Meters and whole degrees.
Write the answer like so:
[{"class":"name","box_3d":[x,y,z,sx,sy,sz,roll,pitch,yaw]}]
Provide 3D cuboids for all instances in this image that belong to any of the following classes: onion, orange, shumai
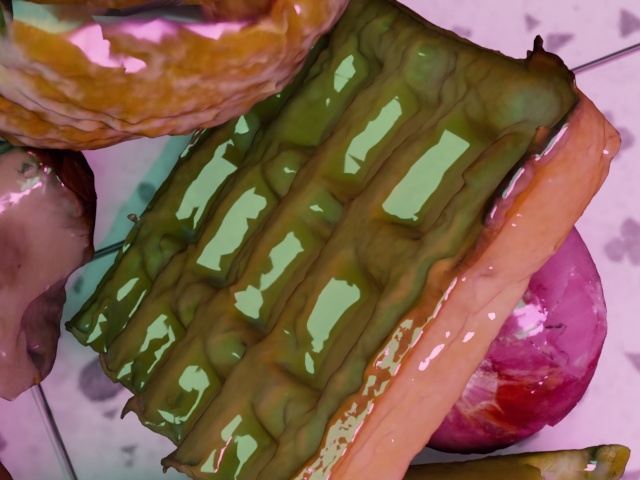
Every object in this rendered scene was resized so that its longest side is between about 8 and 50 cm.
[{"class":"onion","box_3d":[0.087,0.043,1.036,0.177,0.153,0.177,1,95,9]},{"class":"orange","box_3d":[-0.168,-0.171,0.989,0.368,0.271,0.210,26,133,2]},{"class":"shumai","box_3d":[-0.197,-0.007,1.025,0.120,0.201,0.201,-34,91,15]}]

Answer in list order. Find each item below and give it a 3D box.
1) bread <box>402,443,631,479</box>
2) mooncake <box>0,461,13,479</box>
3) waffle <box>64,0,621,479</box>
[{"class":"bread","box_3d":[0.027,0.252,1.014,0.376,0.251,0.208,-13,48,4]},{"class":"mooncake","box_3d":[-0.387,0.122,0.921,0.467,0.467,0.262,31,91,0]},{"class":"waffle","box_3d":[-0.001,0.000,0.957,0.077,0.348,0.304,33,95,-29]}]
